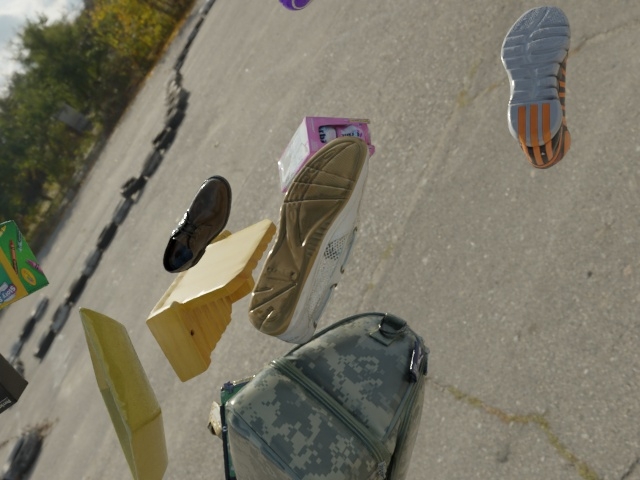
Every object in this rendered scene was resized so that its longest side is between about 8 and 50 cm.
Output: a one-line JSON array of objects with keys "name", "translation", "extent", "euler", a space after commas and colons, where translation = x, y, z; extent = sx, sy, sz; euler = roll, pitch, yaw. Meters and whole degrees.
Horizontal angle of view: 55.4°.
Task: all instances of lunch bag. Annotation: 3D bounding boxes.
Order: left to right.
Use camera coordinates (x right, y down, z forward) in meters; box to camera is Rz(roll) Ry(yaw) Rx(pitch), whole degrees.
[{"name": "lunch bag", "translation": [0.028, 0.262, 0.845], "extent": [0.256, 0.212, 0.305], "euler": [-40, -31, -30]}]

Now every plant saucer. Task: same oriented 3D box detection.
[{"name": "plant saucer", "translation": [-0.410, 0.345, 1.305], "extent": [0.333, 0.081, 0.333], "euler": [51, 148, 34]}]

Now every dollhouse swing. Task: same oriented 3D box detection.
[{"name": "dollhouse swing", "translation": [-0.235, 0.155, 1.648], "extent": [0.304, 0.315, 0.347], "euler": [-8, 31, 23]}]

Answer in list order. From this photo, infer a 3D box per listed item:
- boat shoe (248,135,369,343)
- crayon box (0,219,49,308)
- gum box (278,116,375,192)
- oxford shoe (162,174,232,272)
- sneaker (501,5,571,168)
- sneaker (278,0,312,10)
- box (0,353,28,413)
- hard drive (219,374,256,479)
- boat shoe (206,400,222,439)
[{"name": "boat shoe", "translation": [0.000, 0.000, 0.785], "extent": [0.098, 0.096, 0.277], "euler": [15, 75, 39]}, {"name": "crayon box", "translation": [-0.766, 0.090, 1.348], "extent": [0.278, 0.165, 0.081], "euler": [-25, 8, 13]}, {"name": "gum box", "translation": [0.006, -0.139, 1.002], "extent": [0.188, 0.107, 0.062], "euler": [139, 126, -67]}, {"name": "oxford shoe", "translation": [-0.245, -0.025, 1.213], "extent": [0.227, 0.082, 0.096], "euler": [-62, -4, 17]}, {"name": "sneaker", "translation": [0.428, -0.287, 1.197], "extent": [0.124, 0.180, 0.321], "euler": [3, 70, 28]}, {"name": "sneaker", "translation": [0.024, -0.454, 0.967], "extent": [0.102, 0.146, 0.293], "euler": [-23, -15, -38]}, {"name": "box", "translation": [-0.810, 0.339, 1.317], "extent": [0.261, 0.184, 0.103], "euler": [-35, 19, -2]}, {"name": "hard drive", "translation": [-0.053, 0.386, 1.085], "extent": [0.236, 0.064, 0.339], "euler": [-17, 49, 2]}, {"name": "boat shoe", "translation": [-0.209, 0.377, 1.264], "extent": [0.059, 0.063, 0.170], "euler": [-54, 10, -17]}]
